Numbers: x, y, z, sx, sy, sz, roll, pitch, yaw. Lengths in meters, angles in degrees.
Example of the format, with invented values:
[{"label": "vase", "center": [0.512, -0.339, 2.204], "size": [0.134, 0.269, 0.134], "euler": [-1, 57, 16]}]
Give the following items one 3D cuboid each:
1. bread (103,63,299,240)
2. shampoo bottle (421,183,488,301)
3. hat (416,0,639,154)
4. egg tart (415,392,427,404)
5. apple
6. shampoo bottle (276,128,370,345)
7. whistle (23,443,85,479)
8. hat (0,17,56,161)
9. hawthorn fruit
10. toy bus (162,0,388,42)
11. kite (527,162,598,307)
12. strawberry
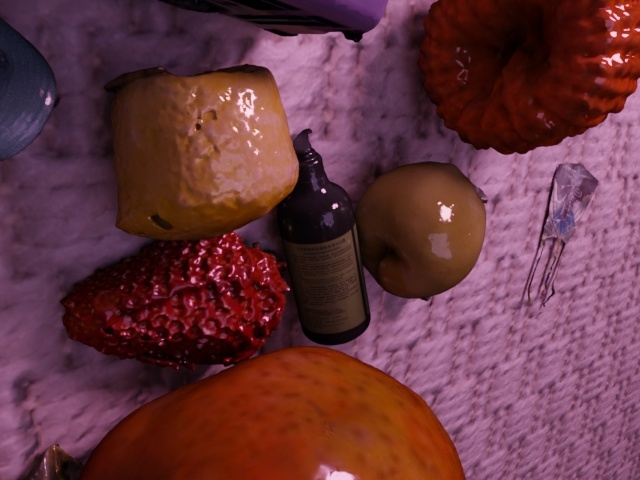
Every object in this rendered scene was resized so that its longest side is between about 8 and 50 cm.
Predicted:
[{"label": "bread", "center": [-0.122, -0.086, 0.582], "size": [0.197, 0.197, 0.171], "euler": [-18, 105, -32]}, {"label": "shampoo bottle", "center": [0.206, -0.001, 0.942], "size": [0.063, 0.057, 0.208], "euler": [35, 85, -40]}, {"label": "hat", "center": [0.347, -0.256, 0.819], "size": [0.400, 0.285, 0.286], "euler": [-8, 112, -41]}, {"label": "egg tart", "center": [0.149, 0.320, 1.031], "size": [0.105, 0.039, 0.105], "euler": [-15, 116, -34]}, {"label": "apple", "center": [0.136, -0.017, 0.800], "size": [0.199, 0.200, 0.200], "euler": [-15, 115, -33]}, {"label": "shampoo bottle", "center": [0.000, 0.000, 0.753], "size": [0.101, 0.101, 0.284], "euler": [-27, 122, -28]}, {"label": "whistle", "center": [-0.375, 0.380, 0.630], "size": [0.068, 0.057, 0.327], "euler": [36, 80, 2]}, {"label": "hat", "center": [-0.320, -0.141, 0.470], "size": [0.190, 0.078, 0.138], "euler": [34, 76, -22]}, {"label": "hawthorn fruit", "center": [-0.030, 0.353, 0.651], "size": [0.471, 0.471, 0.473], "euler": [-15, 115, -33]}, {"label": "toy bus", "center": [-0.126, -0.310, 0.437], "size": [0.439, 0.249, 0.210], "euler": [4, 104, -39]}, {"label": "kite", "center": [0.489, -0.012, 1.190], "size": [0.169, 0.015, 0.310], "euler": [16, 94, -41]}, {"label": "strawberry", "center": [-0.140, 0.080, 0.671], "size": [0.285, 0.106, 0.189], "euler": [-12, 112, -34]}]
